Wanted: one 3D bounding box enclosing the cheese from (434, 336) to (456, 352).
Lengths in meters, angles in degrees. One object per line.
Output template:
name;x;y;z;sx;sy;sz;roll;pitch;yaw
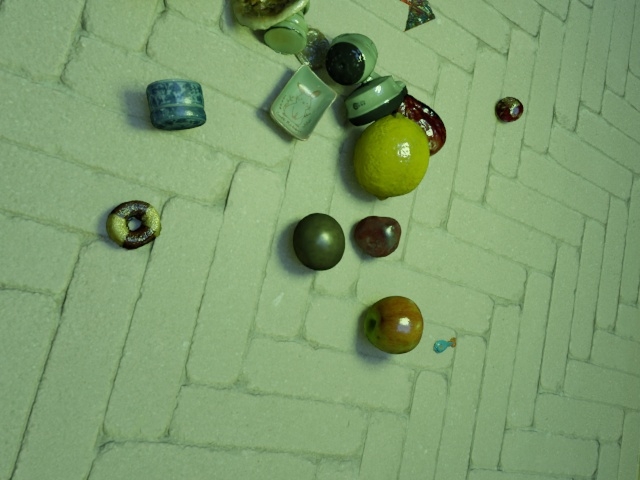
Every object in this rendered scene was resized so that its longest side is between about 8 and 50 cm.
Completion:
cheese;0.468;0.390;1.792;0.111;0.017;0.047;-7;94;-29

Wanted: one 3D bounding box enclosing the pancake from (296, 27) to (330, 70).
pancake;-0.026;-0.628;1.564;0.140;0.022;0.139;1;87;-28

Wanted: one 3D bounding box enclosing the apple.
apple;0.239;0.278;1.578;0.196;0.196;0.195;1;87;-29

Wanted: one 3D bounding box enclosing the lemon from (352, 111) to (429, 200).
lemon;0.230;-0.269;1.559;0.268;0.267;0.267;1;87;-29

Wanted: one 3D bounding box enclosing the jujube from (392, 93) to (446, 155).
jujube;0.336;-0.404;1.678;0.168;0.168;0.236;-45;106;-23

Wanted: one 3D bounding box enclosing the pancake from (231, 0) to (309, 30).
pancake;-0.143;-0.736;1.416;0.283;0.049;0.282;-4;65;9

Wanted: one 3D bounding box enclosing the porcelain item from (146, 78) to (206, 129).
porcelain item;-0.386;-0.359;1.287;0.147;0.147;0.114;-9;95;-29

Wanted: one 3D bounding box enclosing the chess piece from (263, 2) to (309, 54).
chess piece;-0.089;-0.719;1.482;0.133;0.133;0.243;17;75;-27

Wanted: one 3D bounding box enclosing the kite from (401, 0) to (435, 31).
kite;0.361;-0.868;1.792;0.189;0.009;0.232;16;80;-27

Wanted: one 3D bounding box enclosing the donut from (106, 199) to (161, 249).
donut;-0.489;-0.044;1.269;0.141;0.059;0.140;3;83;-28

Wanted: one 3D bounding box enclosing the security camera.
security camera;0.130;-0.526;1.528;0.191;0.197;0.277;-46;114;-42

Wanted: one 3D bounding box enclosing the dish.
dish;-0.065;-0.423;1.504;0.151;0.077;0.212;38;71;-20

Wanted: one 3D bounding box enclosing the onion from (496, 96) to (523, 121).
onion;0.772;-0.533;1.958;0.107;0.097;0.107;-2;77;9

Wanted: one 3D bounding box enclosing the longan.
longan;0.000;0.000;1.483;0.204;0.159;0.184;-66;142;-56

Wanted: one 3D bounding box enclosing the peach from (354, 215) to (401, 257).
peach;0.201;-0.025;1.594;0.152;0.152;0.151;1;87;-29
